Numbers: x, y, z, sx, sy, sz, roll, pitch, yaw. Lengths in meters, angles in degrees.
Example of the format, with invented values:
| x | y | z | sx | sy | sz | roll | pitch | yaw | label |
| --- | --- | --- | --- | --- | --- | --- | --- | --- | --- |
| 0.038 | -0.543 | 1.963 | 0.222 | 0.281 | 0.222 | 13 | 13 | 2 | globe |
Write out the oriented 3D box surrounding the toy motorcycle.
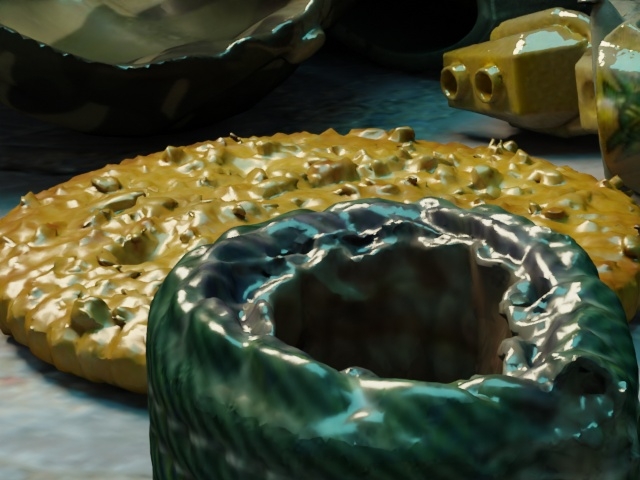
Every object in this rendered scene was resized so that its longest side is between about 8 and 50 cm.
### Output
| x | y | z | sx | sy | sz | roll | pitch | yaw | label |
| --- | --- | --- | --- | --- | --- | --- | --- | --- | --- |
| 0.130 | -0.070 | 0.807 | 0.130 | 0.094 | 0.229 | -17 | 16 | -29 | toy motorcycle |

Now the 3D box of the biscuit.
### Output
| x | y | z | sx | sy | sz | roll | pitch | yaw | label |
| --- | --- | --- | --- | --- | --- | --- | --- | --- | --- |
| 0.000 | 0.000 | 0.696 | 0.254 | 0.035 | 0.254 | -2 | 19 | 1 | biscuit |

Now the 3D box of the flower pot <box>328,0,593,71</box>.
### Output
| x | y | z | sx | sy | sz | roll | pitch | yaw | label |
| --- | --- | --- | --- | --- | --- | --- | --- | --- | --- |
| 0.045 | -0.160 | 1.058 | 0.108 | 0.103 | 0.229 | -17 | 23 | -38 | flower pot |

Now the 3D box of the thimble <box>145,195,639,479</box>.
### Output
| x | y | z | sx | sy | sz | roll | pitch | yaw | label |
| --- | --- | --- | --- | --- | --- | --- | --- | --- | --- |
| 0.016 | 0.049 | 0.468 | 0.119 | 0.090 | 0.135 | -8 | 22 | -9 | thimble |

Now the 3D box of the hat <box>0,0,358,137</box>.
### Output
| x | y | z | sx | sy | sz | roll | pitch | yaw | label |
| --- | --- | --- | --- | --- | --- | --- | --- | --- | --- |
| -0.140 | -0.156 | 1.000 | 0.366 | 0.257 | 0.382 | -24 | 0 | -28 | hat |
